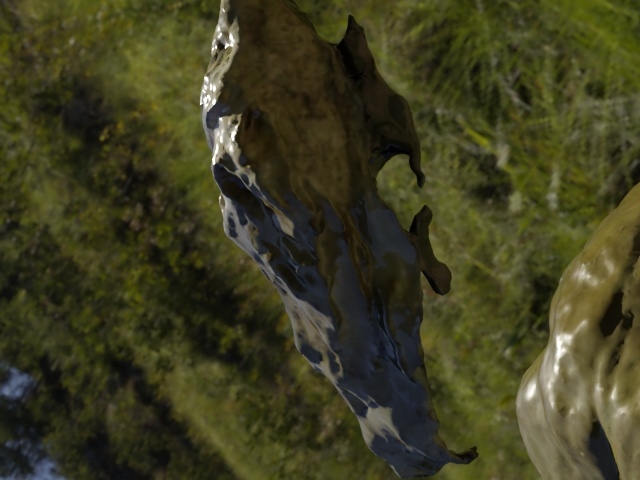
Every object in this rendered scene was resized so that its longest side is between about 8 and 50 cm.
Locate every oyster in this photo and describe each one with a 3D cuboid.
[{"bbox_3d":[0.004,0.008,0.449,0.072,0.209,0.133,-17,-137,-8],"label":"oyster"}]

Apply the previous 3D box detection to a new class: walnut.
[{"bbox_3d":[0.278,0.101,0.809,0.282,0.253,0.277,34,-121,-8],"label":"walnut"}]
